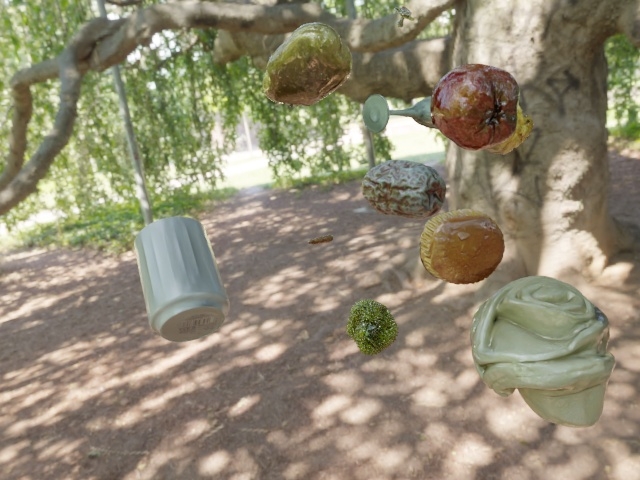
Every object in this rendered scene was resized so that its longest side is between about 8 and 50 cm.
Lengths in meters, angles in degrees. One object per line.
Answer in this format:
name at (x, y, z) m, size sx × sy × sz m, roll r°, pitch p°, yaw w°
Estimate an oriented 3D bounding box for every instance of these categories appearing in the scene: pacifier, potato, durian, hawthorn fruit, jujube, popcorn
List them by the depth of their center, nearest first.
hawthorn fruit at (0.319, -0.289, 1.191) m, size 0.185 × 0.185 × 0.202 m, roll -15°, pitch 29°, yaw -21°
potato at (-0.043, -0.454, 1.487) m, size 0.192 × 0.141 × 0.296 m, roll 29°, pitch -34°, yaw -30°
durian at (0.160, 0.279, 1.732) m, size 0.146 × 0.159 × 0.198 m, roll -42°, pitch 32°, yaw 29°
pacifier at (0.267, -0.730, 1.812) m, size 0.068 × 0.064 × 0.083 m, roll -3°, pitch 45°, yaw -31°
popcorn at (0.576, -0.393, 1.842) m, size 0.250 × 0.190 × 0.250 m, roll 26°, pitch -9°, yaw 4°
jujube at (0.298, -0.182, 1.981) m, size 0.226 × 0.226 × 0.317 m, roll -18°, pitch 23°, yaw -31°

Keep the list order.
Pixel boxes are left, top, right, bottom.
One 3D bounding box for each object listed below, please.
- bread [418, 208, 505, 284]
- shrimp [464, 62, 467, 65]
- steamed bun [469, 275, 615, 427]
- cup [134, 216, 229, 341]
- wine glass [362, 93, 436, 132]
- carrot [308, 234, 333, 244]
bread at (0.346, 0.016, 1.348) m, size 0.199 × 0.199 × 0.104 m, roll -12°, pitch 9°, yaw -5°
shrimp at (0.488, -0.529, 1.746) m, size 0.066 × 0.117 × 0.262 m, roll -12°, pitch 43°, yaw 16°
steamed bun at (0.549, 0.230, 1.345) m, size 0.343 × 0.255 × 0.367 m, roll 18°, pitch 31°, yaw -4°
cup at (-0.411, 0.139, 1.726) m, size 0.237 × 0.326 × 0.323 m, roll -30°, pitch -32°, yaw 8°
wine glass at (0.218, -0.409, 1.528) m, size 0.310 × 0.264 × 0.096 m, roll -12°, pitch -33°, yaw -37°
carrot at (0.001, -0.001, 2.384) m, size 0.036 × 0.035 × 0.165 m, roll -1°, pitch 5°, yaw 37°
